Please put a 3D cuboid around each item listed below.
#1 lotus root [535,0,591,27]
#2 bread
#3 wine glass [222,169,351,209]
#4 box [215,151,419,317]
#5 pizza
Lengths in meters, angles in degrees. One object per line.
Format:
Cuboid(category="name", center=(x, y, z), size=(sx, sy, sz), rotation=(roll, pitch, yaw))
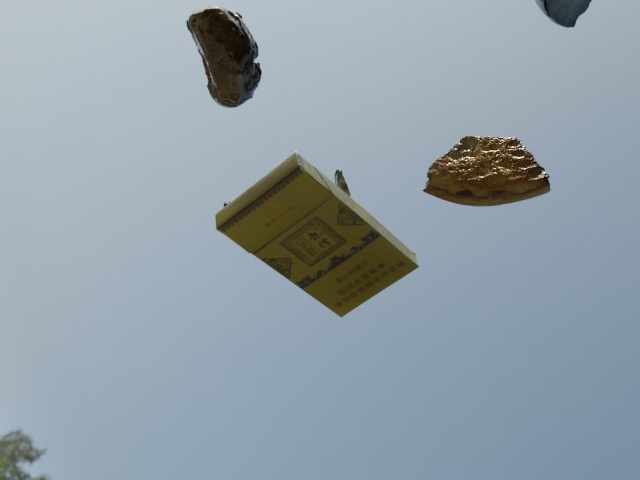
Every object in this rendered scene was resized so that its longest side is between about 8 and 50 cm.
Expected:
Cuboid(category="lotus root", center=(0.246, -0.397, 0.924), size=(0.210, 0.142, 0.314), rotation=(-31, -124, 51))
Cuboid(category="bread", center=(-0.098, -0.197, 0.962), size=(0.082, 0.060, 0.113), rotation=(45, -26, 54))
Cuboid(category="wine glass", center=(-0.055, -0.061, 1.406), size=(0.066, 0.198, 0.066), rotation=(165, -90, -73))
Cuboid(category="box", center=(0.000, 0.001, 1.285), size=(0.153, 0.279, 0.041), rotation=(-35, -140, 22))
Cuboid(category="pizza", center=(0.207, -0.083, 1.112), size=(0.160, 0.099, 0.036), rotation=(2, -36, 21))
